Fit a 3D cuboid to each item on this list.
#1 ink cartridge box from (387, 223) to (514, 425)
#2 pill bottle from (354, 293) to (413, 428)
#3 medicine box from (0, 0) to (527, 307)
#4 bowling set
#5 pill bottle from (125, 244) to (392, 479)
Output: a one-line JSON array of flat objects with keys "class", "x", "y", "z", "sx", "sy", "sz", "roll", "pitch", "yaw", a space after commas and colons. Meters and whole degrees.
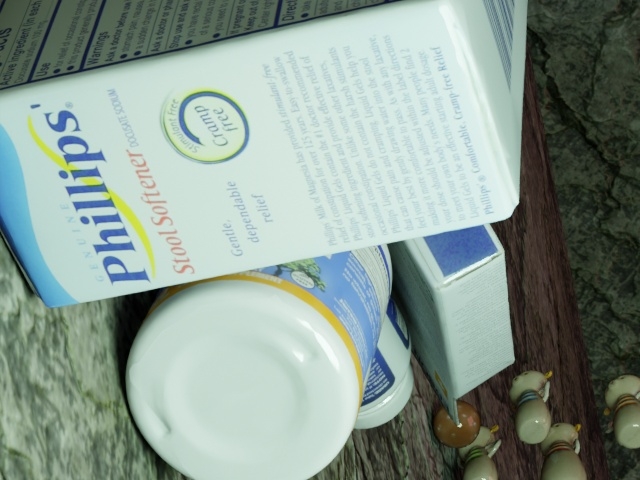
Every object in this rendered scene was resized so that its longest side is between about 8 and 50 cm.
[{"class": "ink cartridge box", "x": 0.054, "y": -0.046, "z": 1.614, "sx": 0.324, "sy": 0.071, "sz": 0.330, "roll": 61, "pitch": -4, "yaw": 23}, {"class": "pill bottle", "x": 0.012, "y": 0.077, "z": 1.618, "sx": 0.187, "sy": 0.112, "sz": 0.112, "roll": 61, "pitch": 24, "yaw": -55}, {"class": "medicine box", "x": -0.037, "y": -0.118, "z": 1.178, "sx": 0.263, "sy": 0.289, "sz": 0.149, "roll": -81, "pitch": 155, "yaw": -52}, {"class": "bowling set", "x": 0.223, "y": 0.215, "z": 2.264, "sx": 0.200, "sy": 0.287, "sz": 0.154, "roll": 41, "pitch": 19, "yaw": -13}, {"class": "pill bottle", "x": -0.032, "y": 0.044, "z": 1.378, "sx": 0.272, "sy": 0.152, "sz": 0.152, "roll": -71, "pitch": 149, "yaw": -64}]
